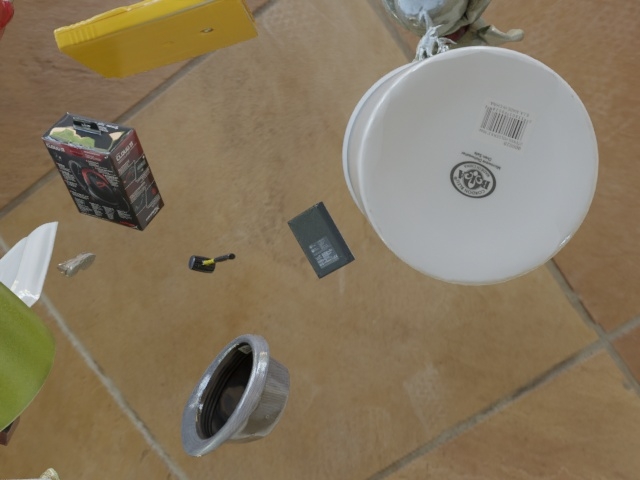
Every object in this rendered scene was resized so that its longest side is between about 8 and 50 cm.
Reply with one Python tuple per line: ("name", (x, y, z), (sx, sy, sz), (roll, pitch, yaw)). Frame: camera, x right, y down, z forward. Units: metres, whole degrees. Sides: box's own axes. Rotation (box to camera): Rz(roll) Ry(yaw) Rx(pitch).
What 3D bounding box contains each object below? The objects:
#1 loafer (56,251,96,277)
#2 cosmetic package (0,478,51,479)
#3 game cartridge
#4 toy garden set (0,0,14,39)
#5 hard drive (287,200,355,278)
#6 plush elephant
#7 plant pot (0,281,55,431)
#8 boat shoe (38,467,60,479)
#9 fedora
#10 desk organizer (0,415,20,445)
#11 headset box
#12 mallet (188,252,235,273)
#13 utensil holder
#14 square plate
("loafer", (-0.582, 0.051, 1.856), (0.039, 0.125, 0.045), (29, 110, 4))
("cosmetic package", (-0.513, 0.364, 0.869), (0.377, 0.284, 0.097), (1, 95, -13))
("game cartridge", (-0.292, -0.391, 1.454), (0.324, 0.285, 0.052), (-15, 90, 3))
("toy garden set", (-0.245, -0.176, 0.531), (0.204, 0.244, 0.049), (-33, 131, 29))
("hard drive", (0.000, 0.000, 1.562), (0.094, 0.022, 0.135), (-30, 90, 37))
("plush elephant", (0.274, -0.481, 1.612), (0.272, 0.255, 0.329), (-1, 82, 29))
("plant pot", (-0.552, 0.100, 1.039), (0.275, 0.274, 0.293), (-14, 127, 9))
("boat shoe", (-0.541, 0.505, 1.477), (0.056, 0.048, 0.153), (35, 105, 30))
("fedora", (-0.156, 0.326, 1.579), (0.124, 0.243, 0.275), (30, 103, -26))
("desk organizer", (-0.490, 0.240, 1.086), (0.130, 0.047, 0.050), (20, 137, -7))
("headset box", (-0.543, -0.181, 1.941), (0.218, 0.110, 0.293), (15, 142, 23))
("mallet", (-0.258, 0.046, 1.833), (0.062, 0.190, 0.039), (11, 76, -23))
("utensil holder", (0.198, -0.116, 1.153), (0.328, 0.385, 0.327), (0, 100, 1))
("square plate", (-0.744, 0.134, 1.770), (0.347, 0.344, 0.049), (-41, 119, 13))
